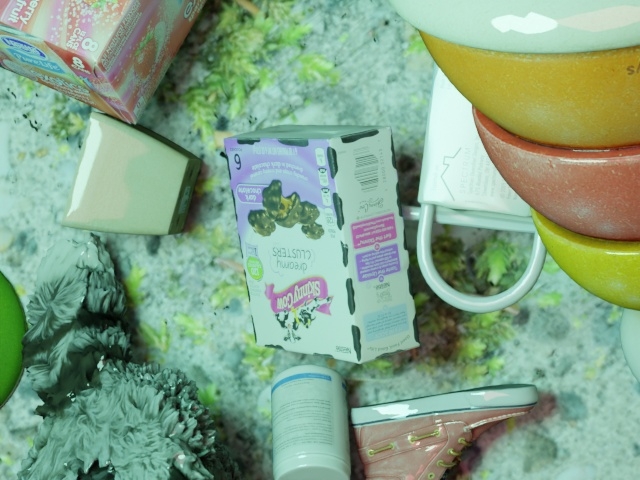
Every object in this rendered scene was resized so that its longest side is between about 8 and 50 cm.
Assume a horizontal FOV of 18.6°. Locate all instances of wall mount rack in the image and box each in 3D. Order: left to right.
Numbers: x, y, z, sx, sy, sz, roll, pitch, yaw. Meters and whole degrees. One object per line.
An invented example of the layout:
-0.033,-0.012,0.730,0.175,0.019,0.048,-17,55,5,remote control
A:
0.114,-0.117,1.719,0.304,0.130,0.350,7,90,14,wall mount rack

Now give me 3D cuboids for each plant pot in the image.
-0.170,-0.054,1.815,0.096,0.109,0.109,15,93,6,plant pot

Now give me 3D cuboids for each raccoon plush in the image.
-0.105,0.215,1.783,0.216,0.299,0.446,-24,49,30,raccoon plush

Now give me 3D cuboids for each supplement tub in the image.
-0.009,0.172,1.750,0.071,0.071,0.107,-14,52,16,supplement tub

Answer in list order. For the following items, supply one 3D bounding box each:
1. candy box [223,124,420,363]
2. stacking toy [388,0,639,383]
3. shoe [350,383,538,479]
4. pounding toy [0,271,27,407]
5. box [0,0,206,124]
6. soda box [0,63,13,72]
0.000,0.000,1.711,0.165,0.070,0.196,4,106,54,candy box
0.256,-0.063,1.533,0.350,0.351,0.480,-3,122,17,stacking toy
0.114,0.177,1.739,0.178,0.063,0.081,-11,86,22,shoe
-0.401,0.117,1.875,0.183,0.110,0.237,37,99,15,pounding toy
-0.172,-0.279,1.754,0.154,0.142,0.300,25,76,16,box
-0.275,-0.186,1.874,0.169,0.053,0.060,22,94,16,soda box
